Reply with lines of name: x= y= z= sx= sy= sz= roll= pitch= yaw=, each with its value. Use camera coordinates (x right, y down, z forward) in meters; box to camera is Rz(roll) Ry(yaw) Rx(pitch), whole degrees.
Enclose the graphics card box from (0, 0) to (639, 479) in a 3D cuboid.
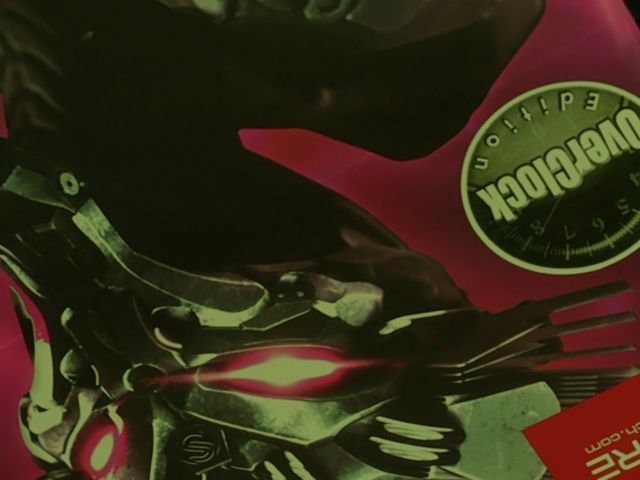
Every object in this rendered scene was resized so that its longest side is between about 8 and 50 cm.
graphics card box: x=0.000 y=0.000 z=0.547 sx=0.233 sy=0.094 sz=0.371 roll=-26 pitch=116 yaw=16
